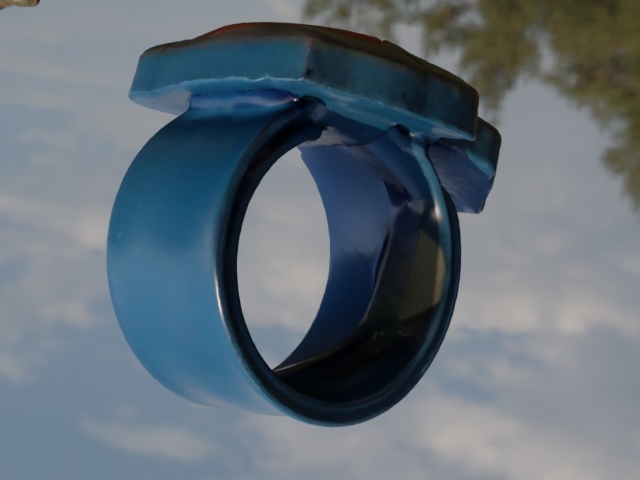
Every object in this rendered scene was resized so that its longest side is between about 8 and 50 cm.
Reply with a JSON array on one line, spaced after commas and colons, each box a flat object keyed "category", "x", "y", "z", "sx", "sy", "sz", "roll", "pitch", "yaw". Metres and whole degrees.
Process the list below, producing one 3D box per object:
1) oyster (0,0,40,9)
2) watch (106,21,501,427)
[{"category": "oyster", "x": -0.326, "y": -0.168, "z": 0.916, "sx": 0.341, "sy": 0.110, "sz": 0.166, "roll": 1, "pitch": -168, "yaw": 17}, {"category": "watch", "x": 0.000, "y": 0.000, "z": 1.218, "sx": 0.305, "sy": 0.274, "sz": 0.241, "roll": 19, "pitch": 168, "yaw": -40}]
